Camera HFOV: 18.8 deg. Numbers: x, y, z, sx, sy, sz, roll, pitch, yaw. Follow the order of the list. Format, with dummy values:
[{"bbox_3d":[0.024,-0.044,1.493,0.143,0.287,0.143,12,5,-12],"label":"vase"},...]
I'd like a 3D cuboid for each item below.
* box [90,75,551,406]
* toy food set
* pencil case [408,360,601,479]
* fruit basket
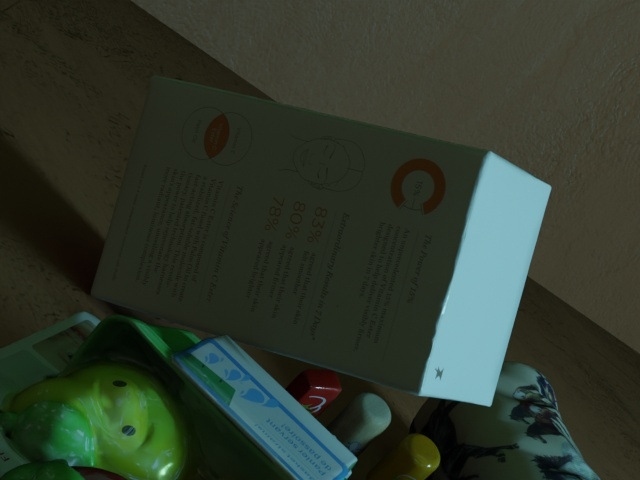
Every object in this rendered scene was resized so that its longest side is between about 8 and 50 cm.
[{"bbox_3d":[0.000,0.000,1.742,0.345,0.215,0.168,15,-1,27],"label":"box"},{"bbox_3d":[-0.019,0.187,1.695,0.232,0.104,0.111,4,48,-42],"label":"toy food set"},{"bbox_3d":[0.218,0.270,1.894,0.183,0.160,0.410,16,20,-21],"label":"pencil case"},{"bbox_3d":[-0.110,0.177,1.195,0.327,0.165,0.353,43,15,11],"label":"fruit basket"}]
